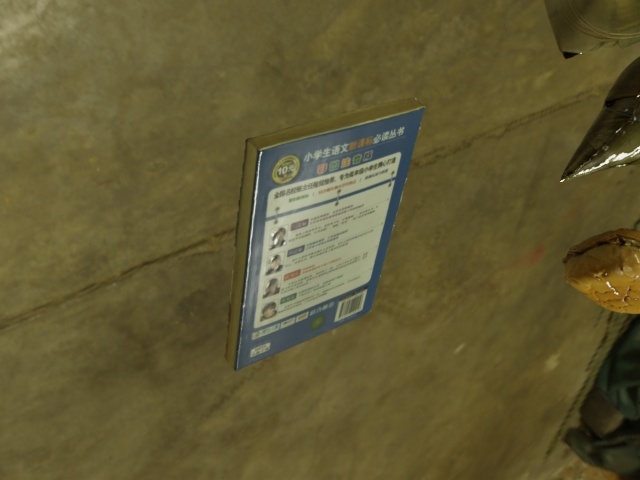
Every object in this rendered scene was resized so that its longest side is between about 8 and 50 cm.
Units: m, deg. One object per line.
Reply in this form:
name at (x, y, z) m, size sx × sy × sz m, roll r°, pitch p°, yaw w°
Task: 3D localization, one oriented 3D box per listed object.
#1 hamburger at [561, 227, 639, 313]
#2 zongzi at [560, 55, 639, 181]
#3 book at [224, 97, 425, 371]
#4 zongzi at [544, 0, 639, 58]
hamburger at (0.852, 0.097, 2.048) m, size 0.318 × 0.318 × 0.158 m, roll 66°, pitch 37°, yaw -53°
zongzi at (0.628, -0.175, 1.425) m, size 0.286 × 0.138 × 0.300 m, roll 35°, pitch 94°, yaw -28°
book at (0.000, 0.000, 1.113) m, size 0.300 × 0.039 × 0.428 m, roll -19°, pitch 137°, yaw -33°
zongzi at (0.565, -0.434, 1.049) m, size 0.447 × 0.181 × 0.418 m, roll -24°, pitch -179°, yaw 12°
